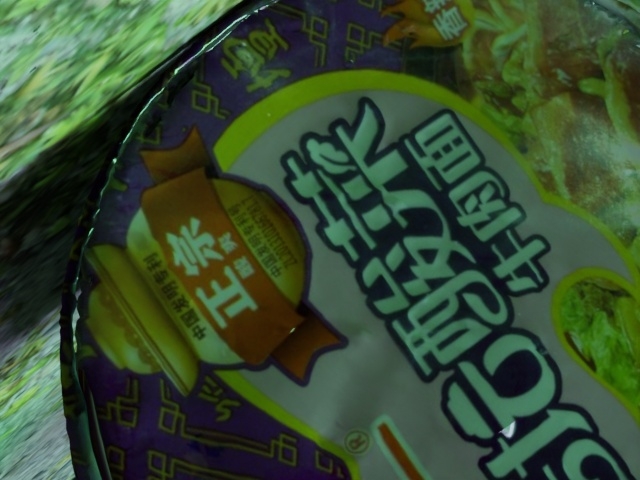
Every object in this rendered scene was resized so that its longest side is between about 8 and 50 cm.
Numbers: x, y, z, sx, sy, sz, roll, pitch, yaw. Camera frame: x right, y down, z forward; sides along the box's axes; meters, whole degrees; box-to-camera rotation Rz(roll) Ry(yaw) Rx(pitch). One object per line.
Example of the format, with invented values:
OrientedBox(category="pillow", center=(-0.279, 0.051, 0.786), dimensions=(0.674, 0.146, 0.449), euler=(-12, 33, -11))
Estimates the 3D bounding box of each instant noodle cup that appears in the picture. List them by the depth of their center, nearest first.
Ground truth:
OrientedBox(category="instant noodle cup", center=(0.032, 0.067, 0.901), dimensions=(0.340, 0.340, 0.266), euler=(-39, -179, -18))
